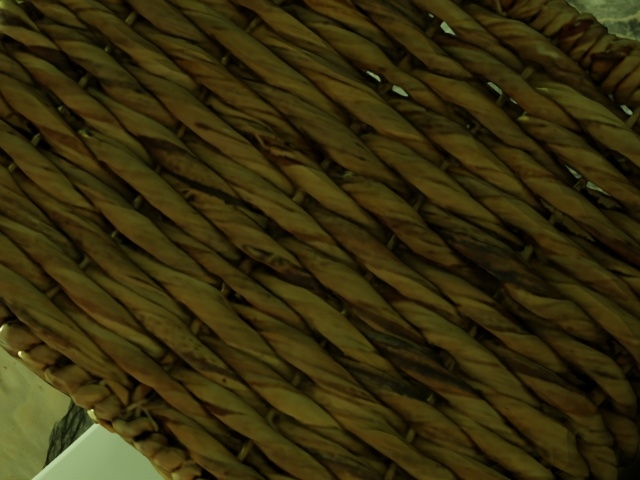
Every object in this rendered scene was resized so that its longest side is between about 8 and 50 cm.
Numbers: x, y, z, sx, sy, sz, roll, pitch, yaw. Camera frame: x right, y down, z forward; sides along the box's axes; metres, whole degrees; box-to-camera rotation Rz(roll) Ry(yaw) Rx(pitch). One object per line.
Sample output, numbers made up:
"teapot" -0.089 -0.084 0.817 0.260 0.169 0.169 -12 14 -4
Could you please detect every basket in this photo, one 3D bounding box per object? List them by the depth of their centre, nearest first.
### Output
"basket" 0.000 0.000 0.594 0.223 0.299 0.213 -52 -10 -8

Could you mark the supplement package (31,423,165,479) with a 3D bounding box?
"supplement package" -0.138 0.266 0.818 0.293 0.177 0.175 -41 -28 -35
